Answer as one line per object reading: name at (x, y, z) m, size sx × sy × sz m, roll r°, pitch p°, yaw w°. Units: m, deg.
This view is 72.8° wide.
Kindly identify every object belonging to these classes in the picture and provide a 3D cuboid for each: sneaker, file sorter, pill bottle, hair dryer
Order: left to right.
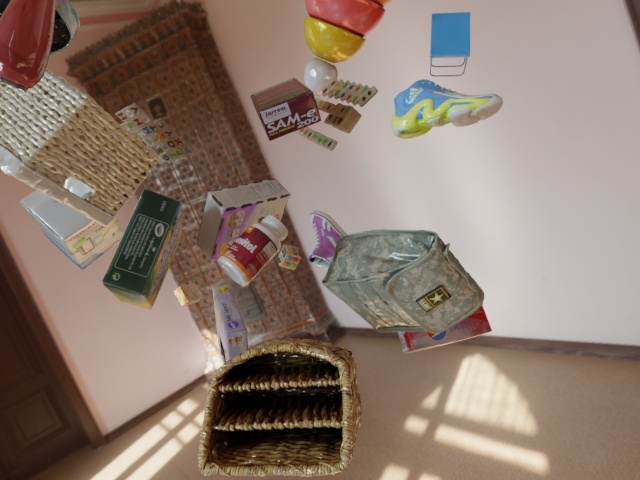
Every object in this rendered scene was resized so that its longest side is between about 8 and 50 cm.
hair dryer at (-0.559, -0.345, 0.711) m, size 0.294 × 0.223 × 0.080 m, roll -30°, pitch 11°, yaw -3°
pill bottle at (-0.143, 0.018, 0.946) m, size 0.152 × 0.086 × 0.086 m, roll -49°, pitch 17°, yaw -24°
sneaker at (0.000, -0.001, 1.585) m, size 0.161 × 0.102 × 0.282 m, roll -31°, pitch 45°, yaw -15°
sneaker at (0.271, -0.315, 0.967) m, size 0.240 × 0.126 × 0.091 m, roll -10°, pitch -11°, yaw 16°
file sorter at (0.413, -0.628, 1.398) m, size 0.118 × 0.170 × 0.104 m, roll 3°, pitch -20°, yaw 11°

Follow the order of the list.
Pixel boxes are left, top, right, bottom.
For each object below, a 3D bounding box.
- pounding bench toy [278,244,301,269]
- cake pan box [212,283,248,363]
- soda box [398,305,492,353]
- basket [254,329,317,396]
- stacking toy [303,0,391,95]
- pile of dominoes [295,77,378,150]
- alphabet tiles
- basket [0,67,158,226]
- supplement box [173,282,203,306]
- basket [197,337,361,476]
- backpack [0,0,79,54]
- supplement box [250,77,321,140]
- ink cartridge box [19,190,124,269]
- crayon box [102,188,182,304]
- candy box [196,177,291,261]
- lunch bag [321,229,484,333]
pounding bench toy at (-0.106, 0.069, 1.418) m, size 0.052 × 0.083 × 0.065 m, roll 16°, pitch 26°, yaw -23°
cake pan box at (-0.289, 0.314, 1.406) m, size 0.070 × 0.266 × 0.245 m, roll -8°, pitch 33°, yaw -18°
soda box at (0.368, 0.264, 1.300) m, size 0.263 × 0.092 × 0.083 m, roll -10°, pitch -18°, yaw -14°
basket at (-0.122, 0.427, 1.579) m, size 0.154 × 0.204 × 0.227 m, roll 22°, pitch 30°, yaw 36°
stacking toy at (0.050, -0.707, 1.398) m, size 0.479 × 0.351 × 0.350 m, roll -66°, pitch -13°, yaw 22°
pile of dominoes at (0.024, -0.357, 1.173) m, size 0.196 × 0.040 × 0.251 m, roll -54°, pitch 39°, yaw 5°
alphabet tiles at (-0.585, -0.368, 1.508) m, size 0.198 × 0.237 × 0.009 m, roll -8°, pitch 50°, yaw 36°
basket at (-0.697, -0.262, 1.194) m, size 0.266 × 0.331 × 0.328 m, roll -52°, pitch -25°, yaw -8°
supplement box at (-0.453, 0.185, 1.491) m, size 0.036 × 0.062 × 0.098 m, roll -34°, pitch -6°, yaw 11°
basket at (-0.076, 0.319, 0.877) m, size 0.299 × 0.213 × 0.223 m, roll -6°, pitch -2°, yaw 12°
backpack at (-0.658, -0.512, 0.991) m, size 0.188 × 0.166 × 0.144 m, roll -9°, pitch 46°, yaw 16°
supplement box at (-0.090, -0.323, 1.047) m, size 0.130 × 0.073 × 0.239 m, roll -22°, pitch 29°, yaw -1°
ink cartridge box at (-0.832, -0.070, 1.489) m, size 0.198 × 0.197 × 0.270 m, roll -46°, pitch -6°, yaw -27°
crayon box at (-0.387, 0.039, 0.980) m, size 0.083 × 0.203 × 0.323 m, roll 21°, pitch -19°, yaw -13°
candy box at (-0.186, -0.053, 1.052) m, size 0.196 × 0.070 × 0.164 m, roll -20°, pitch -33°, yaw -42°
lunch bag at (0.194, 0.094, 0.981) m, size 0.287 × 0.235 × 0.169 m, roll -11°, pitch 47°, yaw 42°
